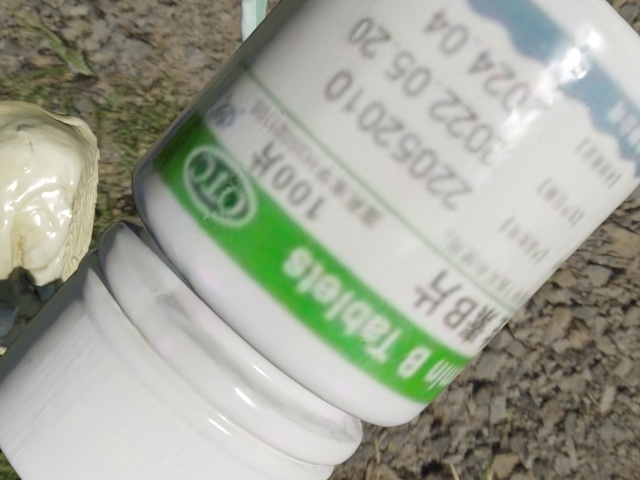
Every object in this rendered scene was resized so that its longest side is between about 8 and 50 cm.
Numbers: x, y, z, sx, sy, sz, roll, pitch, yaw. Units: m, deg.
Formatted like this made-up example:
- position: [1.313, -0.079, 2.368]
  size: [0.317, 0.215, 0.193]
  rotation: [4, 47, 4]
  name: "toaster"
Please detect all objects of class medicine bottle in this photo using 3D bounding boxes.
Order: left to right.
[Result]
- position: [0.000, 0.000, 0.397]
  size: [0.139, 0.139, 0.237]
  rotation: [43, 96, 4]
  name: "medicine bottle"

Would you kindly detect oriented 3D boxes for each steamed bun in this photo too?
- position: [-0.361, -0.016, 1.225]
  size: [0.203, 0.289, 0.276]
  rotation: [13, 86, -6]
  name: "steamed bun"

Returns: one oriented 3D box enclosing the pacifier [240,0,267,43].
- position: [-0.111, -0.349, 1.081]
  size: [0.269, 0.343, 0.288]
  rotation: [6, 69, -1]
  name: "pacifier"
